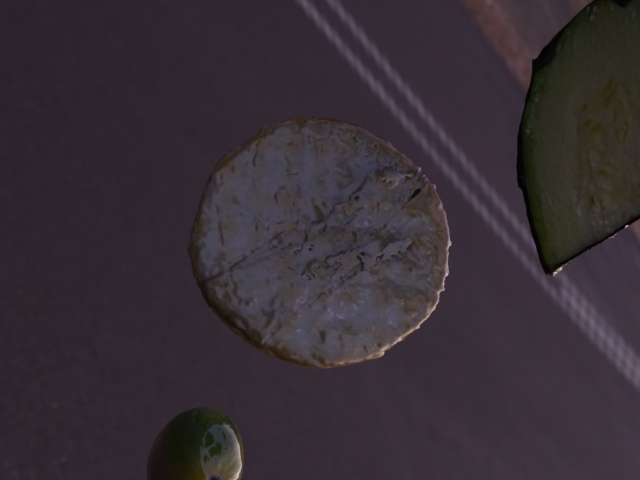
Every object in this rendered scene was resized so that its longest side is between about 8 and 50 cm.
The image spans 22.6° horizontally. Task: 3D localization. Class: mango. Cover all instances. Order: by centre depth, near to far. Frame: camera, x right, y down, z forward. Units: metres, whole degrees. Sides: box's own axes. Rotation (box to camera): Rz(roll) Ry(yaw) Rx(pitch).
[{"bbox_3d":[-0.134,0.241,1.692,0.191,0.085,0.122,137,-45,-65],"label":"mango"}]

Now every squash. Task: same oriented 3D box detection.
[{"bbox_3d":[0.230,-0.084,1.135,0.085,0.192,0.184,15,57,-33],"label":"squash"}]

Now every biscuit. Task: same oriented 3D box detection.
[{"bbox_3d":[0.000,0.000,1.323,0.033,0.219,0.220,108,-36,-77],"label":"biscuit"}]
